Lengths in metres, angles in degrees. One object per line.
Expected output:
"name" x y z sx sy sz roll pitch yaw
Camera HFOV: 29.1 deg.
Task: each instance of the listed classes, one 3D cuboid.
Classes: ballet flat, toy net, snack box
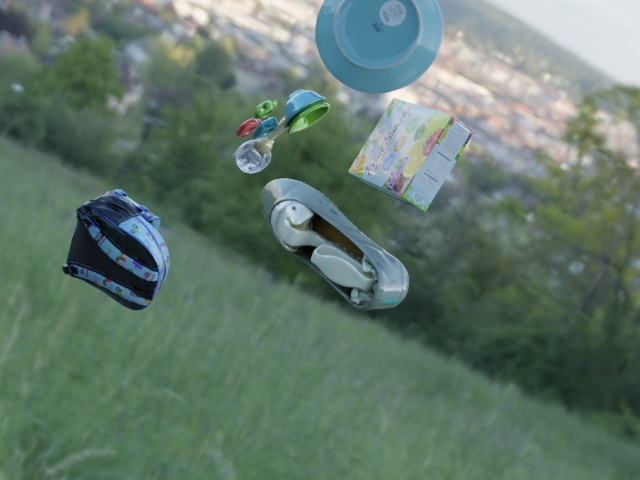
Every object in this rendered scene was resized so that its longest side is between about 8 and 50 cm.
"ballet flat" 0.000 0.000 1.286 0.213 0.072 0.068 37 27 28
"toy net" -0.079 -0.145 1.808 0.122 0.232 0.045 -27 80 -35
"snack box" 0.095 -0.094 1.328 0.037 0.100 0.141 33 0 -26

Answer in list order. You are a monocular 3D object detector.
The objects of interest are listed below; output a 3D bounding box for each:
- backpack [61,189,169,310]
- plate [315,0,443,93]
"backpack" -0.316 0.021 2.020 0.173 0.158 0.117 32 35 15
"plate" 0.083 -0.307 1.790 0.188 0.188 0.024 31 0 11
